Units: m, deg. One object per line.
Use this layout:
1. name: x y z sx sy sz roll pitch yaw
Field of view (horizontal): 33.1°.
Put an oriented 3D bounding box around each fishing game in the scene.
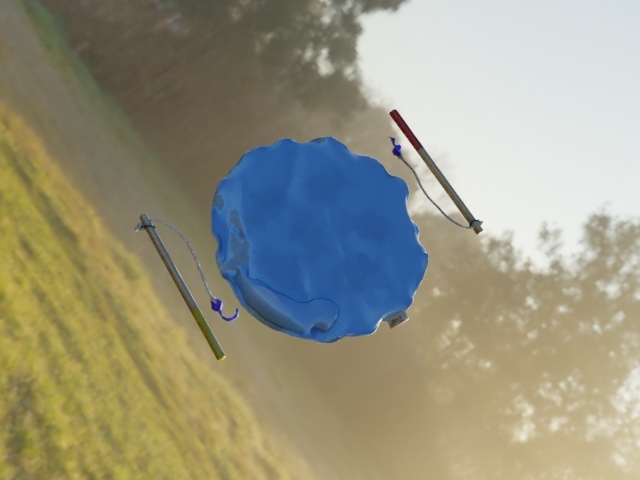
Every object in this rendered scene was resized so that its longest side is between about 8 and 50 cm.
1. fishing game: 0.000 0.000 0.887 0.189 0.264 0.041 54 -25 15
